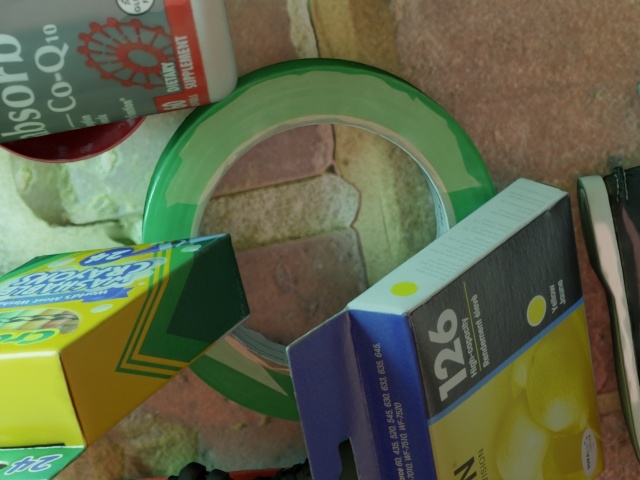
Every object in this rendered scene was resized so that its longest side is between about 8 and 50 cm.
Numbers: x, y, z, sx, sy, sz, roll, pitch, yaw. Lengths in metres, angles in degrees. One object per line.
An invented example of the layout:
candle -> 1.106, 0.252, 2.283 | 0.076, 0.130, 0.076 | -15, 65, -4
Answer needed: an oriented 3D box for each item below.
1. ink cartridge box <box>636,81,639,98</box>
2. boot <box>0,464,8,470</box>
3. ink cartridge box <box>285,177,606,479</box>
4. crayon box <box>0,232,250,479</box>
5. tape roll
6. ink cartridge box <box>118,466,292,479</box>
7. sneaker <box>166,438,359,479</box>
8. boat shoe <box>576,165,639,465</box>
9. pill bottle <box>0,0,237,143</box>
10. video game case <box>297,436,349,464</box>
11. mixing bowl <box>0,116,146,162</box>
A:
ink cartridge box -> 0.430, -0.015, 1.410 | 0.166, 0.395, 0.285 | -26, 103, 3
boot -> -0.328, 0.129, 1.457 | 0.090, 0.207, 0.248 | -23, 100, 13
ink cartridge box -> 0.121, 0.148, 1.465 | 0.307, 0.072, 0.304 | -36, 127, -37
crayon box -> -0.218, 0.089, 1.349 | 0.203, 0.323, 0.083 | -7, 106, 27
tape roll -> 0.000, 0.000, 1.533 | 0.321, 0.077, 0.321 | -1, 103, -5
ink cartridge box -> -0.052, 0.335, 1.601 | 0.275, 0.060, 0.239 | -5, 106, -1
sneaker -> -0.051, 0.227, 1.519 | 0.147, 0.104, 0.296 | 43, 98, 4
boat shoe -> 0.307, 0.080, 1.562 | 0.091, 0.114, 0.303 | -12, 104, 3
pill bottle -> -0.257, -0.176, 1.300 | 0.362, 0.210, 0.210 | -11, 103, -2
video game case -> 0.052, 0.261, 1.627 | 0.119, 0.015, 0.166 | -33, 104, 3
mixing bowl -> -0.223, -0.162, 1.463 | 0.181, 0.098, 0.182 | -1, 101, -5
